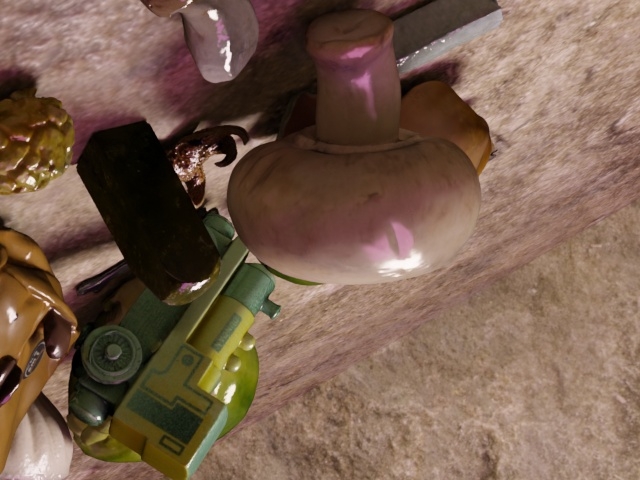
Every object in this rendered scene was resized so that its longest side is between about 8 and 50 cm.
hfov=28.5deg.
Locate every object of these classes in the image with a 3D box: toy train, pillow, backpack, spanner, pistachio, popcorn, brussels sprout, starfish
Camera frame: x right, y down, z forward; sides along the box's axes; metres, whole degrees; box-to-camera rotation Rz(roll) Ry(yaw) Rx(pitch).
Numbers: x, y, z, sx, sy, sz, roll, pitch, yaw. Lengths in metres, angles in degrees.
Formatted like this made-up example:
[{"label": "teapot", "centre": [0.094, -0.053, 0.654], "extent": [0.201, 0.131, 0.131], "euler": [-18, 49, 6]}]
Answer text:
[{"label": "toy train", "centre": [-0.192, 0.133, 1.799], "extent": [0.369, 0.237, 0.150], "euler": [-57, 178, -25]}, {"label": "pillow", "centre": [0.005, -0.138, 1.749], "extent": [0.179, 0.075, 0.171], "euler": [-3, 131, -38]}, {"label": "backpack", "centre": [-0.443, 0.148, 1.539], "extent": [0.354, 0.201, 0.378], "euler": [-63, 166, -10]}, {"label": "spanner", "centre": [-0.265, 0.019, 1.929], "extent": [0.254, 0.015, 0.054], "euler": [-31, 166, 10]}, {"label": "pistachio", "centre": [0.143, -0.104, 1.876], "extent": [0.212, 0.163, 0.261], "euler": [31, 86, -37]}, {"label": "popcorn", "centre": [-0.317, -0.102, 1.306], "extent": [0.106, 0.116, 0.121], "euler": [-1, -122, 54]}, {"label": "brussels sprout", "centre": [-0.262, 0.208, 2.092], "extent": [0.314, 0.276, 0.371], "euler": [-6, 147, -26]}, {"label": "starfish", "centre": [-0.168, -0.091, 1.614], "extent": [0.146, 0.074, 0.190], "euler": [-26, 167, -47]}]

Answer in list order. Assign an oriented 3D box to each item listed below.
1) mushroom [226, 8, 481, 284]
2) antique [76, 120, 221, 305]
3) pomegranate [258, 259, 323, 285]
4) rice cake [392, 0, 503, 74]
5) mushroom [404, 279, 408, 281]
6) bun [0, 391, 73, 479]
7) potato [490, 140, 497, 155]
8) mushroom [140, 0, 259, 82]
[{"label": "mushroom", "centre": [0.043, -0.066, 1.540], "extent": [0.315, 0.315, 0.356], "euler": [-25, 159, -12]}, {"label": "antique", "centre": [-0.202, -0.025, 1.506], "extent": [0.081, 0.221, 0.080], "euler": [-19, 163, -34]}, {"label": "pomegranate", "centre": [-0.010, -0.042, 1.925], "extent": [0.181, 0.181, 0.224], "euler": [-10, 127, -49]}, {"label": "rice cake", "centre": [0.145, -0.270, 1.622], "extent": [0.206, 0.063, 0.069], "euler": [-26, 167, -8]}, {"label": "mushroom", "centre": [0.154, -0.021, 2.182], "extent": [0.226, 0.178, 0.226], "euler": [-26, -162, 9]}, {"label": "bun", "centre": [-0.530, 0.292, 2.094], "extent": [0.263, 0.175, 0.263], "euler": [11, 177, 0]}, {"label": "potato", "centre": [0.151, -0.124, 2.045], "extent": [0.243, 0.098, 0.138], "euler": [-33, -163, -23]}, {"label": "mushroom", "centre": [-0.120, -0.235, 1.249], "extent": [0.092, 0.081, 0.223], "euler": [-48, 162, -3]}]
